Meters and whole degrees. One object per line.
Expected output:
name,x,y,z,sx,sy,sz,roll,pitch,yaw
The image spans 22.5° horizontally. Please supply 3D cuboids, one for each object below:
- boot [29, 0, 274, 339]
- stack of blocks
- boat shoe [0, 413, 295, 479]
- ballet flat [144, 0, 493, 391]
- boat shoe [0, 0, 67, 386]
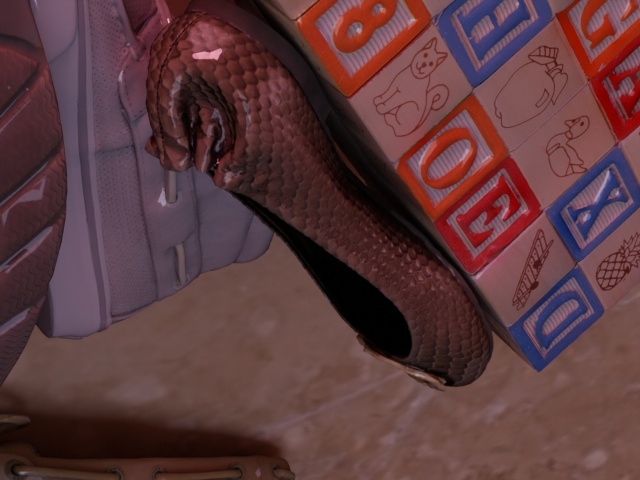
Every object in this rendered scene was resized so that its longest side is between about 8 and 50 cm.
boot,-0.074,-0.074,0.650,0.123,0.095,0.258,-22,143,-21
stack of blocks,0.076,-0.095,0.649,0.171,0.087,0.297,-42,137,-4
boat shoe,-0.139,0.143,0.845,0.285,0.089,0.104,15,152,-32
ballet flat,0.000,0.000,0.644,0.058,0.084,0.250,-56,142,-16
boat shoe,-0.166,-0.076,0.552,0.132,0.130,0.355,-9,127,-28
